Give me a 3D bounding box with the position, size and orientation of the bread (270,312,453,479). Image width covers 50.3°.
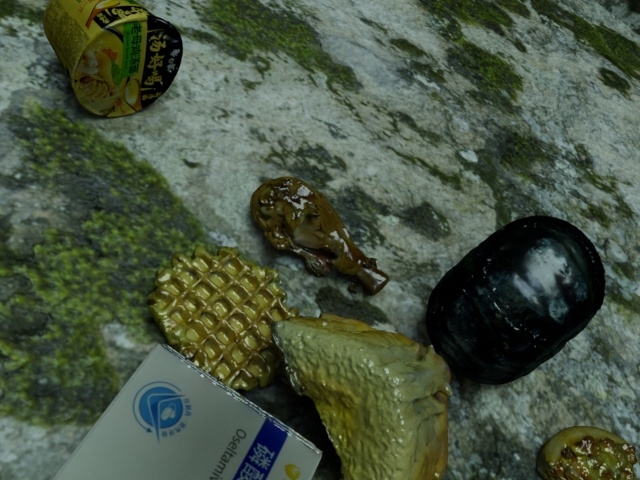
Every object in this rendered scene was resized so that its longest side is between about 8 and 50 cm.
[{"bbox_3d":[0.068,0.160,0.706,0.174,0.133,0.251,10,48,-57],"label":"bread"}]

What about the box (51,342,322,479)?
[{"bbox_3d":[-0.154,0.270,0.567,0.200,0.065,0.343,34,45,-3],"label":"box"}]

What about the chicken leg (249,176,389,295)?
[{"bbox_3d":[0.001,-0.002,0.868,0.207,0.085,0.101,41,10,-6],"label":"chicken leg"}]

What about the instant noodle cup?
[{"bbox_3d":[-0.270,-0.249,0.865,0.152,0.151,0.122,-20,56,-41],"label":"instant noodle cup"}]

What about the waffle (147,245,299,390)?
[{"bbox_3d":[-0.102,0.084,0.767,0.191,0.038,0.191,16,50,-20],"label":"waffle"}]

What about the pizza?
[{"bbox_3d":[0.361,0.300,0.875,0.175,0.046,0.134,-6,59,-36],"label":"pizza"}]

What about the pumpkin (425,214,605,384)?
[{"bbox_3d":[0.242,0.073,0.850,0.233,0.233,0.163,-22,63,-41],"label":"pumpkin"}]
